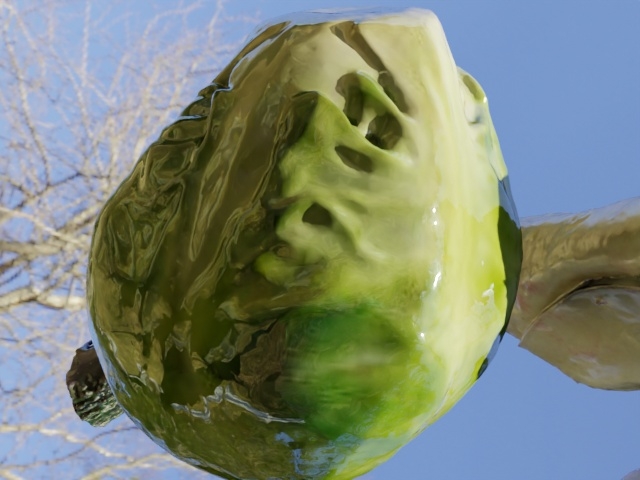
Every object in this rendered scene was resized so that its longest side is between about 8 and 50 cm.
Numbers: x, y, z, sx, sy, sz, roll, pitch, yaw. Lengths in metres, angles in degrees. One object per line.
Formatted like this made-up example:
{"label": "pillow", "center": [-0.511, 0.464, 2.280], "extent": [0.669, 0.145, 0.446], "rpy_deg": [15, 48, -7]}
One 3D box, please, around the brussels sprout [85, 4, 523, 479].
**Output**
{"label": "brussels sprout", "center": [0.000, 0.000, 0.519], "extent": [0.219, 0.210, 0.271], "rpy_deg": [16, -80, 24]}

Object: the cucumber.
{"label": "cucumber", "center": [-0.085, 0.062, 0.706], "extent": [0.245, 0.067, 0.067], "rpy_deg": [-29, -120, 14]}

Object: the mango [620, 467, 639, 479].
{"label": "mango", "center": [0.327, 0.270, 0.898], "extent": [0.089, 0.163, 0.111], "rpy_deg": [-38, -129, 21]}

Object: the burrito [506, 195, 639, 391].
{"label": "burrito", "center": [0.221, 0.026, 0.585], "extent": [0.105, 0.143, 0.299], "rpy_deg": [-53, -165, -21]}
